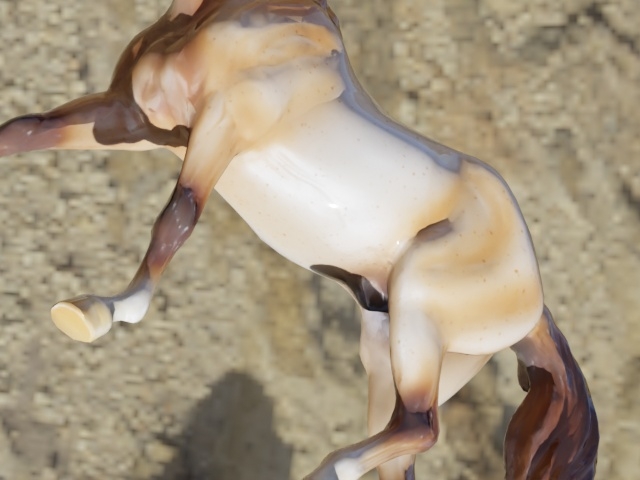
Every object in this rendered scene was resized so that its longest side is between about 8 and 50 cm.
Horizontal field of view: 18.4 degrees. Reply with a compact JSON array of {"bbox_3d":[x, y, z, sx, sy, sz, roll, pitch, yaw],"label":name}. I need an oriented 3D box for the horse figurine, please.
[{"bbox_3d":[0.000,0.000,0.591,0.263,0.066,0.174,44,52,-11],"label":"horse figurine"}]
